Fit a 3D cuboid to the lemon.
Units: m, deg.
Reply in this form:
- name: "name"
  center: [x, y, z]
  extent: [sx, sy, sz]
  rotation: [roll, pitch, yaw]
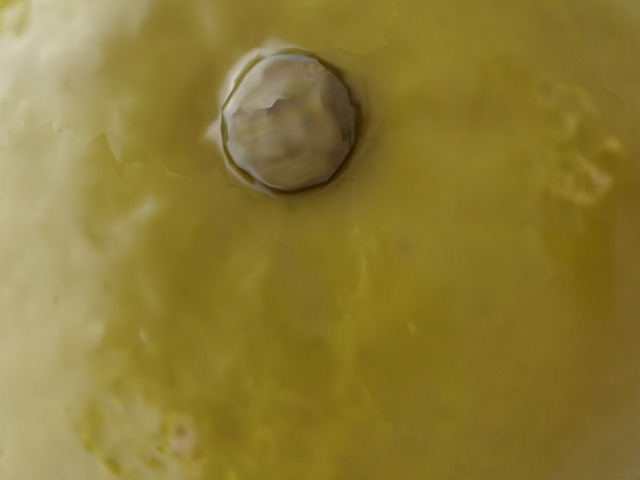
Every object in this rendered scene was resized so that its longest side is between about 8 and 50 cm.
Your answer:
- name: "lemon"
  center: [0.000, 0.000, 0.619]
  extent: [0.348, 0.348, 0.348]
  rotation: [-11, -75, -47]
